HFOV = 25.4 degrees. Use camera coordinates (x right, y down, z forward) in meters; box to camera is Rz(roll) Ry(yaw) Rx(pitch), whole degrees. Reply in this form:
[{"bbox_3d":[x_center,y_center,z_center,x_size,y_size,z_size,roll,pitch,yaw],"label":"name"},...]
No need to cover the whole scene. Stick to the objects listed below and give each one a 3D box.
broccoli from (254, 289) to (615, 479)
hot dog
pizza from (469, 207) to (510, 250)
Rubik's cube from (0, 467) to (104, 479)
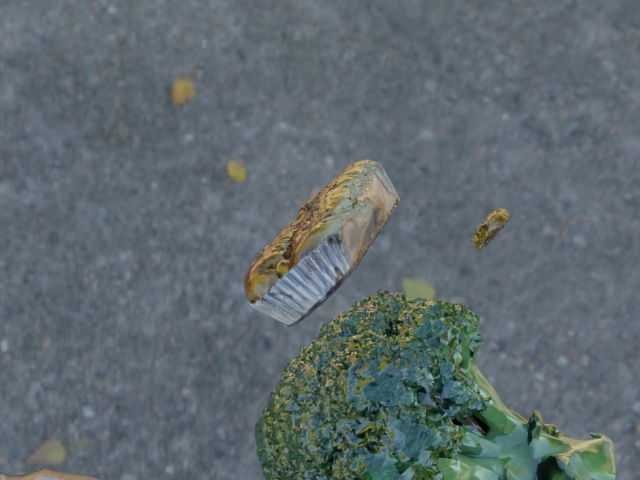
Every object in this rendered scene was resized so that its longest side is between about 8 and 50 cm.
[{"bbox_3d":[0.083,0.171,1.052,0.270,0.270,0.270,10,53,-4],"label":"broccoli"},{"bbox_3d":[0.000,0.000,1.417,0.075,0.144,0.268,49,25,-8],"label":"hot dog"},{"bbox_3d":[0.128,-0.009,1.072,0.016,0.037,0.083,38,10,6],"label":"pizza"},{"bbox_3d":[-0.114,0.268,0.519,0.283,0.289,0.293,12,14,-17],"label":"Rubik's cube"}]
